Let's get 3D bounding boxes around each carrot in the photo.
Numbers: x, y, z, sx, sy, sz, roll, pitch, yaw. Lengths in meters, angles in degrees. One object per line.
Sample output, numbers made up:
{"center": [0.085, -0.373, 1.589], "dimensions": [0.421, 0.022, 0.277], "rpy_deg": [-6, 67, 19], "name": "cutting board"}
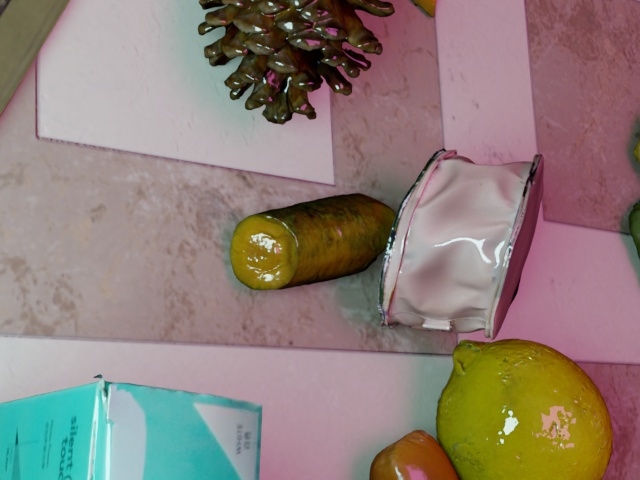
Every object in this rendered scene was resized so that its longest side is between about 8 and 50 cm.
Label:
{"center": [0.000, 0.000, 1.163], "dimensions": [0.173, 0.082, 0.082], "rpy_deg": [-15, 90, -46], "name": "carrot"}

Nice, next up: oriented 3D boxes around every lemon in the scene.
{"center": [0.201, 0.186, 1.241], "dimensions": [0.206, 0.173, 0.173], "rpy_deg": [49, 50, -3], "name": "lemon"}

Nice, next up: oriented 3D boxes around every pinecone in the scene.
{"center": [-0.025, -0.204, 1.135], "dimensions": [0.179, 0.150, 0.195], "rpy_deg": [11, 82, 6], "name": "pinecone"}

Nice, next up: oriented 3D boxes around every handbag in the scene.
{"center": [0.143, 0.001, 1.218], "dimensions": [0.179, 0.116, 0.205], "rpy_deg": [87, 23, -49], "name": "handbag"}

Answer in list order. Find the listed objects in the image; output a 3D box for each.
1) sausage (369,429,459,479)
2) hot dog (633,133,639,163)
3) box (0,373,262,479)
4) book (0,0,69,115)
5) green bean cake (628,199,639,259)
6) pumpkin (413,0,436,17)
{"center": [0.114, 0.300, 1.189], "dimensions": [0.098, 0.098, 0.238], "rpy_deg": [-23, 93, -43], "name": "sausage"}
{"center": [0.501, -0.190, 1.664], "dimensions": [0.083, 0.068, 0.289], "rpy_deg": [31, 53, 7], "name": "hot dog"}
{"center": [-0.167, 0.209, 0.803], "dimensions": [0.118, 0.311, 0.205], "rpy_deg": [10, 73, -35], "name": "box"}
{"center": [-0.302, -0.170, 0.968], "dimensions": [0.161, 0.026, 0.231], "rpy_deg": [40, 56, -28], "name": "book"}
{"center": [0.508, 0.008, 1.599], "dimensions": [0.214, 0.113, 0.200], "rpy_deg": [-36, 104, -42], "name": "green bean cake"}
{"center": [0.107, -0.305, 1.366], "dimensions": [0.101, 0.035, 0.073], "rpy_deg": [34, 62, -34], "name": "pumpkin"}
